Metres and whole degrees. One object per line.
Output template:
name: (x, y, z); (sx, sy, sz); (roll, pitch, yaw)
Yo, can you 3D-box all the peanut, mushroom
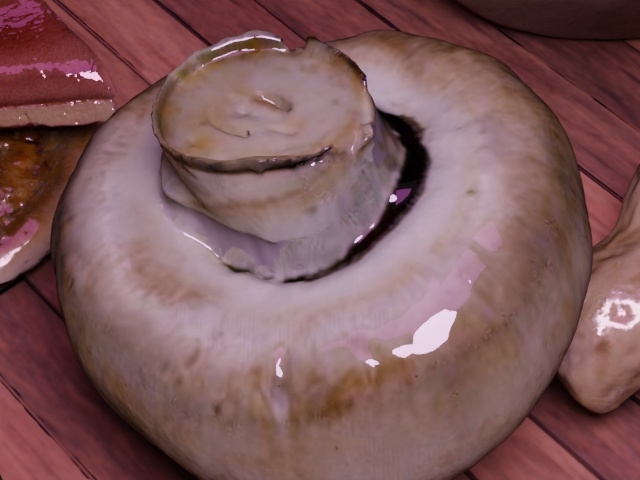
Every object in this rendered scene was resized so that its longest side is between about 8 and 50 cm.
peanut: (0.240, 0.009, 1.070); (0.123, 0.123, 0.256); (36, 61, 26)
mushroom: (0.000, 0.000, 0.990); (0.352, 0.260, 0.352); (-7, 46, 8)

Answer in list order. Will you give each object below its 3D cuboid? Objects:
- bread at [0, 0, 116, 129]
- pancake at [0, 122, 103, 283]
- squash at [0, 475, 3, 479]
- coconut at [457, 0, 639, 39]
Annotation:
bread: (-0.242, -0.132, 1.168); (0.192, 0.067, 0.119); (0, 61, 0)
pancake: (-0.289, -0.056, 1.186); (0.282, 0.049, 0.282); (-2, 55, 3)
squash: (-0.232, 0.183, 0.966); (0.101, 0.101, 0.379); (-20, 54, -13)
coconut: (0.235, -0.336, 1.198); (0.415, 0.345, 0.415); (-2, 49, 2)
